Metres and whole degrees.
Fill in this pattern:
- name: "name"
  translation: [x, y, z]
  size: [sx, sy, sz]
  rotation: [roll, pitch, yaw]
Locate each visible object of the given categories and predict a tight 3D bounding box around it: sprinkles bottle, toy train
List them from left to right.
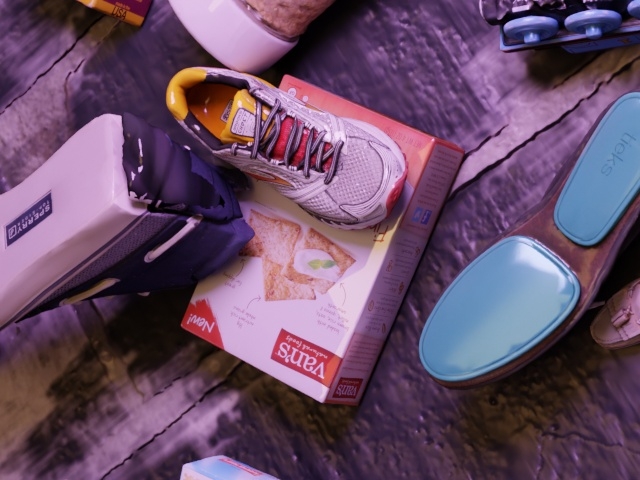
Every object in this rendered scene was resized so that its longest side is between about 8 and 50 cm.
- name: "sprinkles bottle"
  translation: [0.032, -0.288, 1.457]
  size: [0.355, 0.121, 0.121]
  rotation: [-40, 67, 21]
- name: "toy train"
  translation: [0.216, -0.184, 1.362]
  size: [0.184, 0.105, 0.080]
  rotation: [-7, 77, 27]

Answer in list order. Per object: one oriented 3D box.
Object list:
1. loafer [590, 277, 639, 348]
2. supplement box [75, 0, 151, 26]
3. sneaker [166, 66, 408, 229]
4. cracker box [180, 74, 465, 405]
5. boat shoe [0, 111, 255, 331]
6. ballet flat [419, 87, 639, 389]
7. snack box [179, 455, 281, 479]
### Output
- name: "loafer"
  translation: [0.254, 0.041, 1.350]
  size: [0.125, 0.039, 0.045]
  rotation: [-31, 71, 21]
- name: "supplement box"
  translation: [-0.183, -0.301, 1.606]
  size: [0.104, 0.081, 0.188]
  rotation: [26, 96, 29]
- name: "sneaker"
  translation: [-0.032, -0.074, 1.413]
  size: [0.225, 0.092, 0.088]
  rotation: [24, 95, 30]
- name: "cracker box"
  translation: [0.000, 0.000, 1.478]
  size: [0.155, 0.067, 0.232]
  rotation: [25, 96, 29]
- name: "boat shoe"
  translation: [-0.206, 0.021, 1.492]
  size: [0.340, 0.158, 0.127]
  rotation: [-27, 56, 37]
- name: "ballet flat"
  translation: [0.191, 0.009, 1.356]
  size: [0.280, 0.096, 0.095]
  rotation: [-49, 63, 15]
- name: "snack box"
  translation: [-0.053, 0.349, 1.386]
  size: [0.187, 0.060, 0.322]
  rotation: [19, 102, 31]
